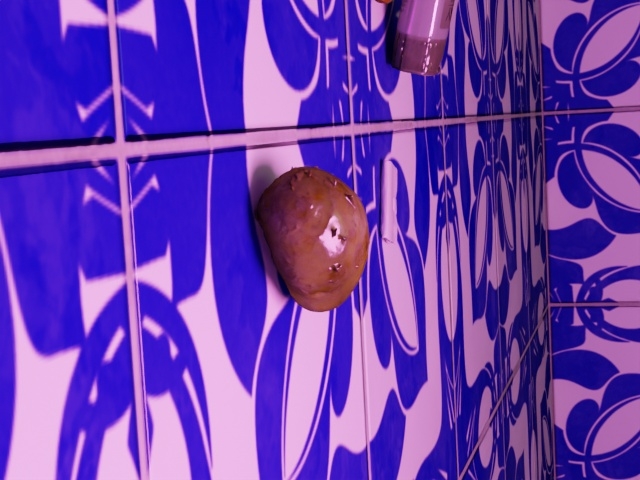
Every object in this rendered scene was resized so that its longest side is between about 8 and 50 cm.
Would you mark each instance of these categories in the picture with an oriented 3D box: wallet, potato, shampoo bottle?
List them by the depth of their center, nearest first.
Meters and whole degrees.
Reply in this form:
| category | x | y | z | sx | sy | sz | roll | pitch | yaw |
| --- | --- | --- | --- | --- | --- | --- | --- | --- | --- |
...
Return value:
| category | x | y | z | sx | sy | sz | roll | pitch | yaw |
| --- | --- | --- | --- | --- | --- | --- | --- | --- | --- |
| potato | 0.000 | 0.000 | 0.849 | 0.138 | 0.070 | 0.091 | 57 | 36 | -62 |
| wallet | 0.071 | -0.039 | 1.208 | 0.044 | 0.011 | 0.083 | 31 | 58 | -72 |
| shampoo bottle | 0.121 | -0.290 | 1.223 | 0.086 | 0.056 | 0.227 | -53 | 155 | -73 |

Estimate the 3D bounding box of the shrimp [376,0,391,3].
| category | x | y | z | sx | sy | sz | roll | pitch | yaw |
| --- | --- | --- | --- | --- | --- | --- | --- | --- | --- |
| shrimp | 0.062 | -0.313 | 1.137 | 0.166 | 0.049 | 0.161 | -46 | 141 | -69 |
